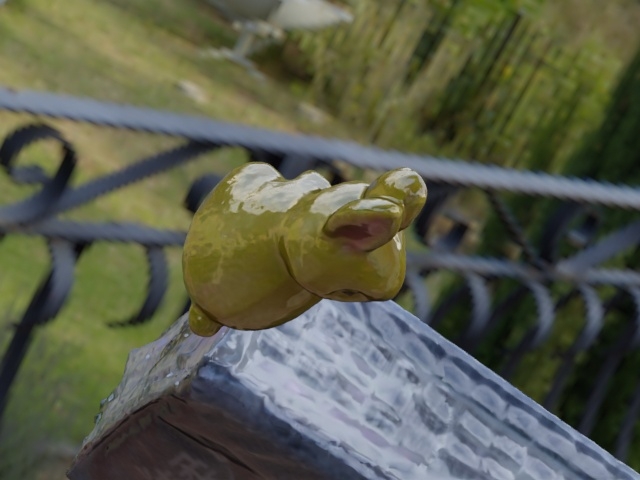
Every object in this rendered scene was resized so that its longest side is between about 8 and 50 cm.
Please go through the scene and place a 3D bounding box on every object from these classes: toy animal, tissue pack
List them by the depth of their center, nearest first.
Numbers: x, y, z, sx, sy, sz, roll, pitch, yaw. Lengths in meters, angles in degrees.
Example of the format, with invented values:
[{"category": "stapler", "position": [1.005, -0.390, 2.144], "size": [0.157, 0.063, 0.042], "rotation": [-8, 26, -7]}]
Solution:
[{"category": "toy animal", "position": [0.000, 0.004, 0.823], "size": [0.070, 0.083, 0.159], "rotation": [42, -24, -21]}, {"category": "tissue pack", "position": [0.062, 0.179, 1.147], "size": [0.394, 0.288, 0.124], "rotation": [36, 61, -9]}]
